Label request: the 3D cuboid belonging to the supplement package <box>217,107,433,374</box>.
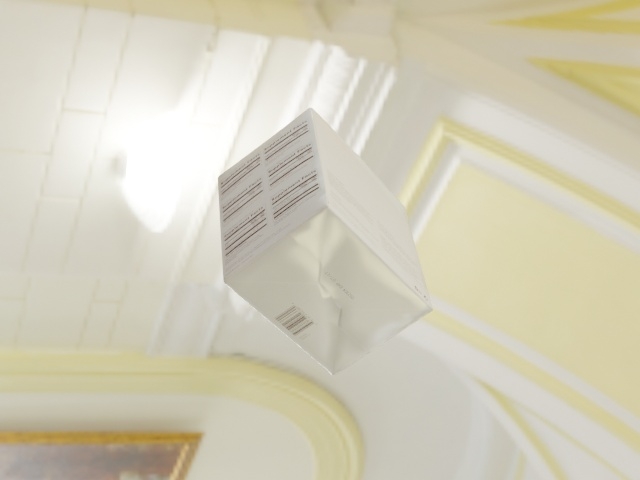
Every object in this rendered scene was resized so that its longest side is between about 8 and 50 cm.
[{"bbox_3d":[0.000,0.000,1.274,0.149,0.194,0.203,-35,-147,18],"label":"supplement package"}]
